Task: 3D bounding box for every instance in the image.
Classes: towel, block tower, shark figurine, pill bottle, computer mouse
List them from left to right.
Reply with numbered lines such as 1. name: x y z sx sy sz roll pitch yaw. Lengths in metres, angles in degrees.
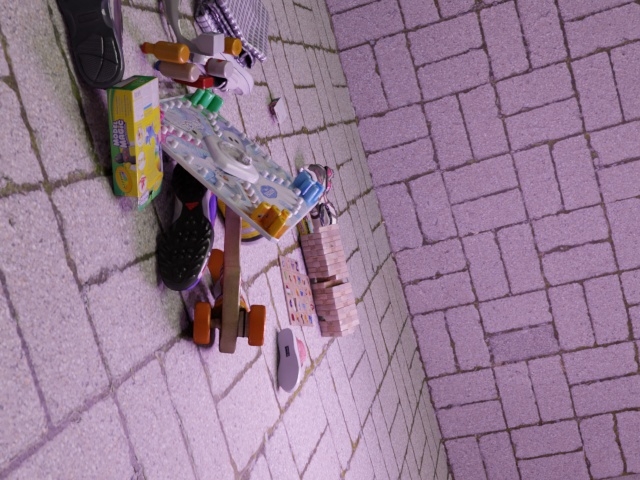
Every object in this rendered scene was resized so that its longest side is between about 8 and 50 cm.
1. shark figurine: -0.312 -0.562 1.782 0.166 0.116 0.278 47 31 -59
2. towel: -0.232 -0.618 2.094 0.235 0.121 0.284 59 23 -45
3. pill bottle: -0.185 -0.101 1.823 0.119 0.119 0.209 -83 155 -52
4. computer mouse: 0.000 0.000 2.464 0.071 0.041 0.242 13 77 -38
5. block tower: 0.028 0.122 2.377 0.091 0.097 0.336 -14 95 -47

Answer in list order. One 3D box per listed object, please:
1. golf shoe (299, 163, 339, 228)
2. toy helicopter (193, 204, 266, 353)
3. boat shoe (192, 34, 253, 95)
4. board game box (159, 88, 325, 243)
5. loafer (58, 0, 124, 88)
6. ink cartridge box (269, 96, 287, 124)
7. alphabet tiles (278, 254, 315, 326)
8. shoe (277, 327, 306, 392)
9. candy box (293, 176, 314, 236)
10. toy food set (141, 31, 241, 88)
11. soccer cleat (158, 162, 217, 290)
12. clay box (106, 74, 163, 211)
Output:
1. golf shoe: -0.017 -0.118 2.534 0.120 0.105 0.273 8 70 -45
2. toy helicopter: -0.184 0.058 1.624 0.235 0.140 0.355 133 -40 -80
3. boat shoe: -0.252 -0.417 1.946 0.258 0.095 0.084 39 68 -61
4. board game box: -0.180 -0.183 1.640 0.390 0.050 0.390 41 19 -1
5. loafer: -0.404 -0.416 1.379 0.095 0.109 0.303 -148 -130 -86
6. ink cartridge box: -0.136 -0.403 2.428 0.115 0.029 0.063 -70 144 -62
7. alphabet tiles: -0.064 0.151 2.249 0.237 0.009 0.198 24 54 -72
8. shoe: -0.067 0.316 1.984 0.081 0.063 0.178 50 25 -48
9. candy box: -0.060 -0.093 2.435 0.105 0.027 0.206 -53 128 -73
10. toy food set: -0.279 -0.399 1.697 0.232 0.104 0.111 -37 137 -54
11. soccer cleat: -0.252 -0.021 1.555 0.116 0.108 0.318 74 11 -53
12. clay box: -0.331 -0.175 1.396 0.127 0.053 0.222 -66 161 -66
